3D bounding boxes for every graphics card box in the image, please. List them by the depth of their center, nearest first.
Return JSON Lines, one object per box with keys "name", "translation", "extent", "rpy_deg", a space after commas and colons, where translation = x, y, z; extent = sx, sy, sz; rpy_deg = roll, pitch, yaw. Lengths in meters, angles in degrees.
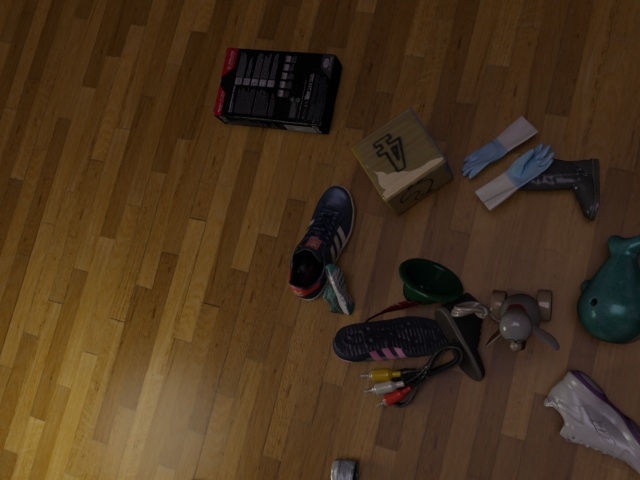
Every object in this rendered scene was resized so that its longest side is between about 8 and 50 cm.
{"name": "graphics card box", "translation": [-0.134, -0.467, 1.962], "extent": [0.370, 0.094, 0.233], "rpy_deg": [8, 82, 19]}

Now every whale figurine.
{"name": "whale figurine", "translation": [0.718, 0.113, 1.541], "extent": [0.216, 0.141, 0.272], "rpy_deg": [2, 80, 62]}

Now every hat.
{"name": "hat", "translation": [0.266, 0.168, 1.748], "extent": [0.208, 0.173, 0.184], "rpy_deg": [25, 124, 12]}

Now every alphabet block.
{"name": "alphabet block", "translation": [0.229, -0.215, 1.755], "extent": [0.197, 0.192, 0.193], "rpy_deg": [-34, 70, 9]}

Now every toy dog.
{"name": "toy dog", "translation": [0.483, 0.220, 1.557], "extent": [0.220, 0.333, 0.161], "rpy_deg": [1, 97, 42]}

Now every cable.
{"name": "cable", "translation": [0.253, 0.368, 1.659], "extent": [0.287, 0.072, 0.140], "rpy_deg": [-24, 99, 27]}

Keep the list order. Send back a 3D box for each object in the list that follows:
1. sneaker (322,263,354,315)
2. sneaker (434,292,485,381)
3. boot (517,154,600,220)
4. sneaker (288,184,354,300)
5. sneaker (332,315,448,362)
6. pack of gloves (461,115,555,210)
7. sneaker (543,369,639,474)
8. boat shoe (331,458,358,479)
{"name": "sneaker", "translation": [0.035, 0.144, 1.784], "extent": [0.076, 0.065, 0.167], "rpy_deg": [-8, 114, 28]}
{"name": "sneaker", "translation": [0.404, 0.254, 1.672], "extent": [0.118, 0.083, 0.222], "rpy_deg": [-27, 92, -22]}
{"name": "boot", "translation": [0.627, -0.143, 1.680], "extent": [0.208, 0.076, 0.190], "rpy_deg": [3, 66, 11]}
{"name": "sneaker", "translation": [0.000, 0.000, 1.805], "extent": [0.131, 0.148, 0.350], "rpy_deg": [14, 84, 19]}
{"name": "sneaker", "translation": [0.190, 0.276, 1.728], "extent": [0.318, 0.131, 0.112], "rpy_deg": [0, 67, -5]}
{"name": "pack of gloves", "translation": [0.498, -0.221, 1.707], "extent": [0.232, 0.046, 0.195], "rpy_deg": [-38, 50, 12]}
{"name": "sneaker", "translation": [0.686, 0.469, 1.545], "extent": [0.152, 0.114, 0.305], "rpy_deg": [-48, 66, 18]}
{"name": "boat shoe", "translation": [0.078, 0.702, 1.686], "extent": [0.081, 0.079, 0.228], "rpy_deg": [-9, 74, 20]}
